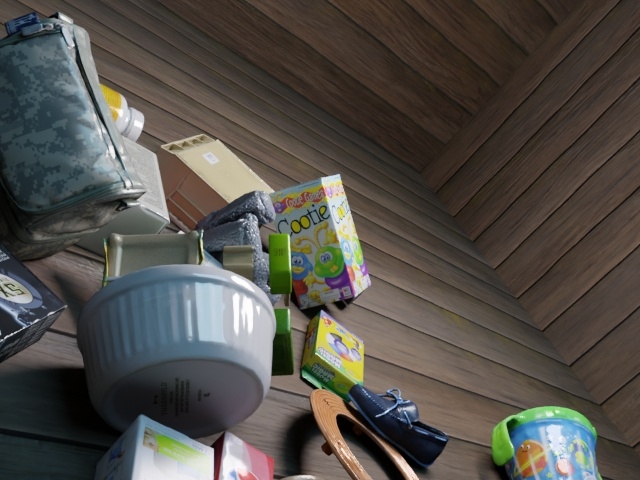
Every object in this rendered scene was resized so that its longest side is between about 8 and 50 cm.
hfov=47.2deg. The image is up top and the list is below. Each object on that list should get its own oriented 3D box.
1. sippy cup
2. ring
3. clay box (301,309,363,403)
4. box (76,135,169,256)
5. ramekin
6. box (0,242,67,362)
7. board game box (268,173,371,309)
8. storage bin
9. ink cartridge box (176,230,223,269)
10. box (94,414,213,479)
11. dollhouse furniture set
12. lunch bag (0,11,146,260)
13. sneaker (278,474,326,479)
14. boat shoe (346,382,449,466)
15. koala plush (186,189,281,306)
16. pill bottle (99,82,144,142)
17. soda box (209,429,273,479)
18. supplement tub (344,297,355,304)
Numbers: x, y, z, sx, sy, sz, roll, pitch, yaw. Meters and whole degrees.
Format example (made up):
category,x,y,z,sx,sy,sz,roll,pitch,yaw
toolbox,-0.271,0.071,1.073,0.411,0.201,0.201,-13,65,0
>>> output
category,x,y,z,sx,sy,sz,roll,pitch,yaw
sippy cup,0.532,0.539,1.670,0.306,0.240,0.224,2,37,1
ring,0.093,0.397,1.285,0.336,0.032,0.336,46,6,-7
clay box,0.029,0.247,1.538,0.127,0.053,0.222,38,18,-11
box,-0.382,-0.088,1.340,0.149,0.127,0.232,29,23,-34
ramekin,-0.188,0.164,0.989,0.273,0.273,0.127,27,35,-38
box,-0.440,0.084,0.927,0.147,0.077,0.180,44,19,2
board game box,0.000,0.000,1.698,0.144,0.142,0.275,-25,99,-69
storage bin,-0.244,-0.107,1.666,0.260,0.123,0.262,42,19,0
ink cartridge box,-0.215,0.103,1.310,0.212,0.093,0.154,39,20,-7
box,-0.197,0.324,0.845,0.114,0.103,0.203,34,21,-23
dollhouse furniture set,-0.196,0.104,1.192,0.302,0.151,0.197,-2,55,-4
lunch bag,-0.412,-0.148,1.091,0.305,0.256,0.212,67,20,4
sneaker,0.002,0.410,1.112,0.188,0.066,0.071,27,29,-35
boat shoe,0.156,0.349,1.464,0.258,0.089,0.109,42,5,-32
koala plush,-0.154,0.052,1.473,0.221,0.203,0.196,57,21,-24
pill bottle,-0.489,-0.279,1.563,0.208,0.117,0.117,26,25,-40
soda box,-0.121,0.370,0.927,0.092,0.083,0.263,36,19,-18
supplement tub,0.026,0.069,1.840,0.198,0.106,0.106,45,19,9
